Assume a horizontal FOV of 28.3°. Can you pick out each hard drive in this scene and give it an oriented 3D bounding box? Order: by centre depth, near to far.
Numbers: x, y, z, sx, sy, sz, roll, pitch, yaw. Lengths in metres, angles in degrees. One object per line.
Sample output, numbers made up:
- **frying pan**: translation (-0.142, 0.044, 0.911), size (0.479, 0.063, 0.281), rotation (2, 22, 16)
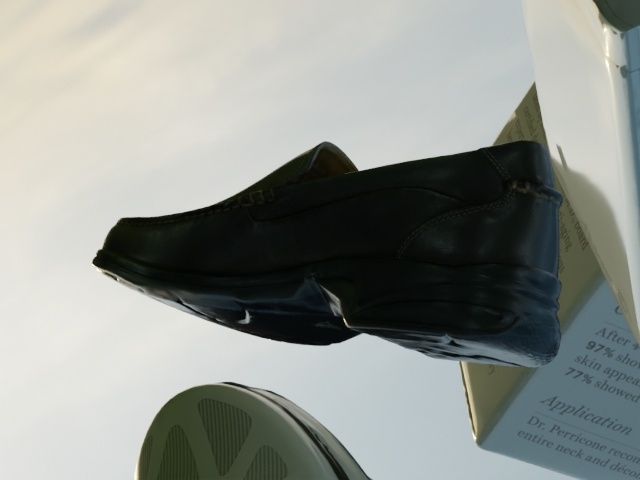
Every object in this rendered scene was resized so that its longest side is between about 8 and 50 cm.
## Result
- **hard drive**: translation (0.172, -0.089, 0.782), size (0.040, 0.307, 0.203), rotation (-19, -129, 3)

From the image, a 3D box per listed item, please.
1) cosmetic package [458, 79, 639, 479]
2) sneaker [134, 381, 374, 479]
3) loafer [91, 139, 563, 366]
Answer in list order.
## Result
- **cosmetic package**: translation (0.354, -0.001, 1.182), size (0.394, 0.329, 0.327), rotation (-58, -160, 31)
- **sneaker**: translation (-0.078, 0.198, 0.609), size (0.169, 0.257, 0.447), rotation (-41, -143, 18)
- **loafer**: translation (0.000, 0.000, 0.400), size (0.170, 0.062, 0.061), rotation (4, -103, 33)
